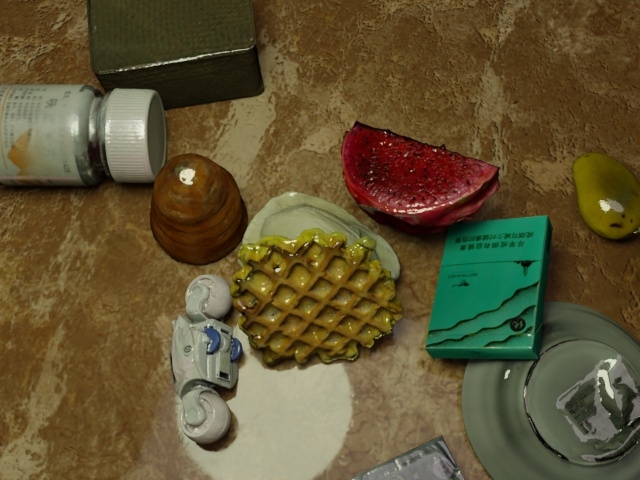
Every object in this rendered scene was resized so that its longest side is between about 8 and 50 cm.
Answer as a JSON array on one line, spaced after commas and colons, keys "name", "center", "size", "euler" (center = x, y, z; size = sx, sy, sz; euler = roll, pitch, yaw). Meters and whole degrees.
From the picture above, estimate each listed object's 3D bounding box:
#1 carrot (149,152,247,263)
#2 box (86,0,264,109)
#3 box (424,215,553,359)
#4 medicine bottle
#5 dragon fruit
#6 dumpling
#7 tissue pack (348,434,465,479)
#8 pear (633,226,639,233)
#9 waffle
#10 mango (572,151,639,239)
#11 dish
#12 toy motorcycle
[{"name": "carrot", "center": [-0.198, -0.063, 1.200], "size": [0.159, 0.225, 0.159], "euler": [0, 73, 0]}, {"name": "box", "center": [-0.243, -0.340, 1.350], "size": [0.274, 0.143, 0.184], "euler": [-9, 69, -2]}, {"name": "box", "center": [0.251, 0.069, 1.176], "size": [0.161, 0.042, 0.226], "euler": [-6, 52, 31]}, {"name": "medicine bottle", "center": [-0.396, -0.168, 1.270], "size": [0.274, 0.165, 0.165], "euler": [0, 68, 3]}, {"name": "dragon fruit", "center": [0.131, -0.081, 1.217], "size": [0.262, 0.162, 0.189], "euler": [26, 42, 27]}, {"name": "dumpling", "center": [0.000, 0.000, 1.226], "size": [0.252, 0.131, 0.179], "euler": [4, 44, -7]}, {"name": "tissue pack", "center": [0.127, 0.358, 1.112], "size": [0.156, 0.051, 0.112], "euler": [-23, 71, -9]}, {"name": "pear", "center": [0.608, 0.054, 1.169], "size": [0.267, 0.267, 0.177], "euler": [-5, 99, -1]}, {"name": "waffle", "center": [-0.006, 0.088, 1.146], "size": [0.238, 0.243, 0.058], "euler": [-15, 33, 2]}, {"name": "mango", "center": [0.459, -0.076, 1.270], "size": [0.103, 0.076, 0.161], "euler": [-18, 61, 1]}, {"name": "dish", "center": [0.362, 0.230, 1.122], "size": [0.317, 0.106, 0.316], "euler": [0, 72, -1]}, {"name": "toy motorcycle", "center": [-0.178, 0.174, 1.177], "size": [0.113, 0.112, 0.254], "euler": [-1, 67, 1]}]
